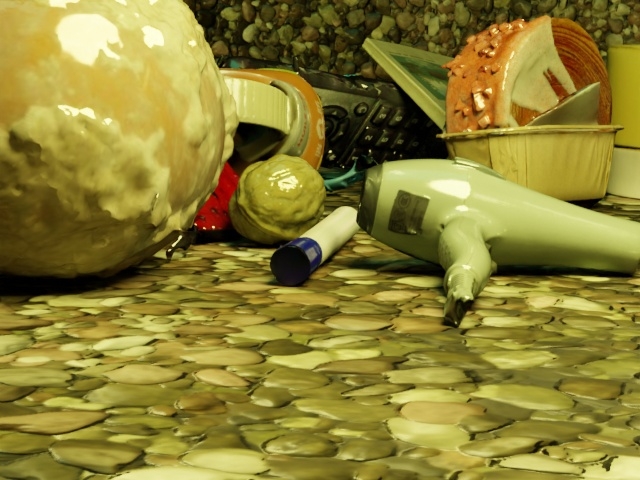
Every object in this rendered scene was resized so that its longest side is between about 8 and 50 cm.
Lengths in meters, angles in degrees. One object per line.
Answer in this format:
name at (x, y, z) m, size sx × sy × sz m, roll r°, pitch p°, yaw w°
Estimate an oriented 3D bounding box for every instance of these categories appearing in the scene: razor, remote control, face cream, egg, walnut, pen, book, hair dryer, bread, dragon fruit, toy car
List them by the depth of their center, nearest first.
egg at (-0.204, -0.095, 1.059) m, size 0.279 × 0.279 × 0.310 m, roll 5°, pitch -6°, yaw 24°
hair dryer at (0.162, 0.014, 1.066) m, size 0.229 × 0.092 × 0.267 m, roll 4°, pitch 21°, yaw -17°
pen at (0.000, 0.001, 1.186) m, size 0.033 × 0.033 × 0.269 m, roll 2°, pitch 8°, yaw 10°
walnut at (-0.038, -0.036, 1.257) m, size 0.092 × 0.092 × 0.092 m, roll 1°, pitch 9°, yaw 0°
dragon fruit at (-0.141, -0.023, 1.291) m, size 0.092 × 0.122 × 0.192 m, roll -38°, pitch -3°, yaw 23°
toy car at (-0.101, -0.121, 1.452) m, size 0.235 × 0.145 × 0.235 m, roll 0°, pitch -6°, yaw 0°
bread at (0.235, -0.136, 1.530) m, size 0.224 × 0.211 × 0.142 m, roll -5°, pitch 6°, yaw -41°
razor at (-0.052, -0.076, 1.656) m, size 0.253 × 0.042 × 0.082 m, roll 1°, pitch -10°, yaw 14°
face cream at (0.455, -0.147, 1.710) m, size 0.218 × 0.179 × 0.218 m, roll 1°, pitch 9°, yaw 0°
remote control at (0.017, -0.154, 1.725) m, size 0.399 × 0.144 × 0.062 m, roll 5°, pitch 40°, yaw -40°
book at (0.197, -0.158, 1.746) m, size 0.215 × 0.025 × 0.282 m, roll 4°, pitch 35°, yaw -44°
